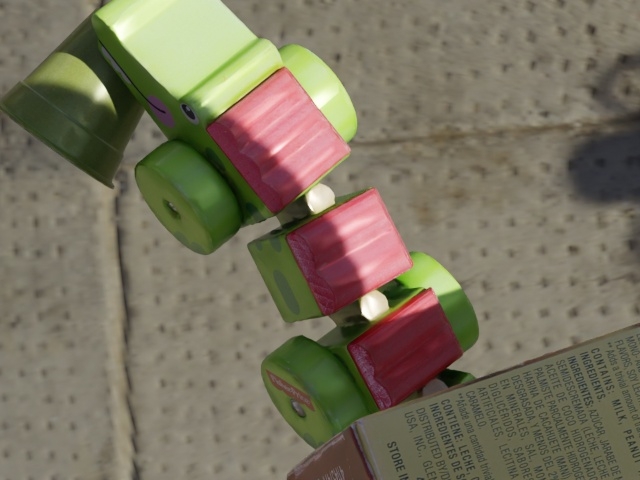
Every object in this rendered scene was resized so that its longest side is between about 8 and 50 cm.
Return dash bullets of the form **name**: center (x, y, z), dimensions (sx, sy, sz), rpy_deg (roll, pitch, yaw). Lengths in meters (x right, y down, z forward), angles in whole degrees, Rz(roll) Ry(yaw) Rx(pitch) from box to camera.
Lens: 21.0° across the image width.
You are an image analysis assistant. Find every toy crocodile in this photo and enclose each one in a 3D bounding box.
- **toy crocodile**: center (0.000, 0.000, 0.930), dimensions (0.115, 0.105, 0.341), rpy_deg (-35, 96, -22)

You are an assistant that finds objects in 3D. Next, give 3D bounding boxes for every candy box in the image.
- **candy box**: center (0.155, 0.083, 0.791), dimensions (0.316, 0.183, 0.088), rpy_deg (-18, 80, -14)

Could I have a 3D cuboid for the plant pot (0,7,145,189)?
- **plant pot**: center (-0.126, -0.084, 0.964), dimensions (0.083, 0.083, 0.079), rpy_deg (37, 90, 17)
